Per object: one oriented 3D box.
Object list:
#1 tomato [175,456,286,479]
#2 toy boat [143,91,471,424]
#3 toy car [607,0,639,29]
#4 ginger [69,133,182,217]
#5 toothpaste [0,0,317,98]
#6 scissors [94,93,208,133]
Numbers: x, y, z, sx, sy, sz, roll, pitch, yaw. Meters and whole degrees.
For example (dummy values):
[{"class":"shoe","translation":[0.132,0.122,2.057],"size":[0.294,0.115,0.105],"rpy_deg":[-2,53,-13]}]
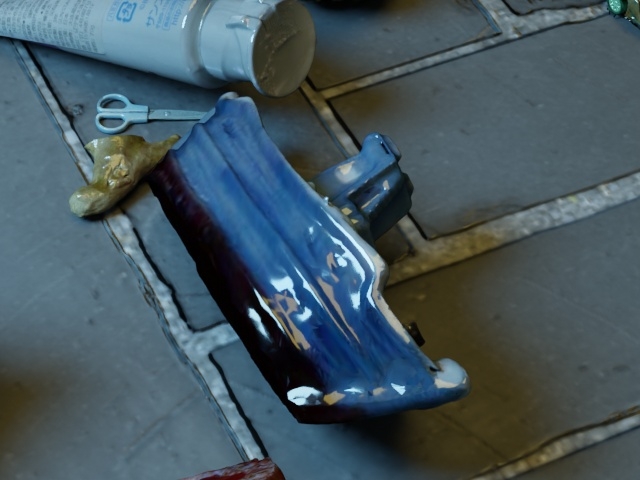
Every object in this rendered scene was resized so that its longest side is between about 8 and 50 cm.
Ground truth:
[{"class":"tomato","translation":[-0.112,0.182,0.885],"size":[0.225,0.225,0.085],"rpy_deg":[-18,92,-18]},{"class":"toy boat","translation":[0.000,0.000,1.075],"size":[0.142,0.129,0.309],"rpy_deg":[-29,44,-9]},{"class":"toy car","translation":[0.257,-0.164,1.306],"size":[0.059,0.035,0.122],"rpy_deg":[-22,49,-25]},{"class":"ginger","translation":[-0.133,-0.053,1.194],"size":[0.048,0.030,0.097],"rpy_deg":[36,54,26]},{"class":"toothpaste","translation":[-0.136,-0.157,1.251],"size":[0.299,0.073,0.114],"rpy_deg":[17,46,38]},{"class":"scissors","translation":[-0.113,-0.086,1.242],"size":[0.083,0.006,0.036],"rpy_deg":[2,49,0]}]
